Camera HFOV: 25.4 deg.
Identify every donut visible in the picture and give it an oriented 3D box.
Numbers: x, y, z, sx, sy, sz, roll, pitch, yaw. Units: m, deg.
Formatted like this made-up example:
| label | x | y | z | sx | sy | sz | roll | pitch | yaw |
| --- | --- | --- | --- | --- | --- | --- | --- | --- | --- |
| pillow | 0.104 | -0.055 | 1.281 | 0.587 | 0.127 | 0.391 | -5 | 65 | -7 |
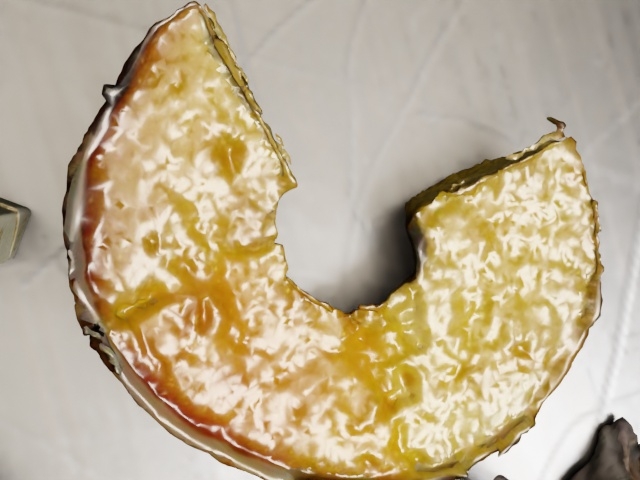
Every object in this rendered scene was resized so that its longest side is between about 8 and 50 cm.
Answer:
| label | x | y | z | sx | sy | sz | roll | pitch | yaw |
| --- | --- | --- | --- | --- | --- | --- | --- | --- | --- |
| donut | -0.002 | 0.012 | 0.483 | 0.181 | 0.078 | 0.146 | 17 | 89 | -12 |

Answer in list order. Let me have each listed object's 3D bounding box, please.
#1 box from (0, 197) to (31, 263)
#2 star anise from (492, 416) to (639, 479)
| label | x | y | z | sx | sy | sz | roll | pitch | yaw |
| --- | --- | --- | --- | --- | --- | --- | --- | --- | --- |
| box | -0.140 | -0.013 | 0.420 | 0.090 | 0.167 | 0.024 | 20 | 91 | -6 |
| star anise | 0.100 | 0.160 | 0.472 | 0.195 | 0.065 | 0.182 | -14 | 68 | -38 |
